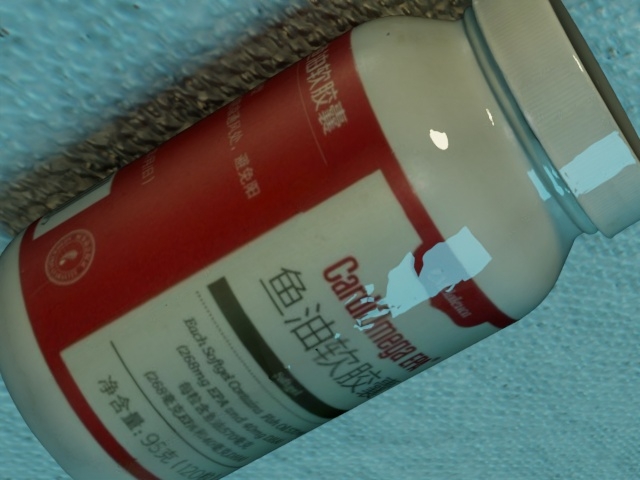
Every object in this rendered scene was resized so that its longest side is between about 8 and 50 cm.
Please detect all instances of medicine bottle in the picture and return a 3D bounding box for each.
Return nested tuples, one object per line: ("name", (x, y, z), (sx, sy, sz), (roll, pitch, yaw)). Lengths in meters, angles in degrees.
("medicine bottle", (0.000, 0.000, 0.602), (0.250, 0.131, 0.131), (-29, 150, 15))
